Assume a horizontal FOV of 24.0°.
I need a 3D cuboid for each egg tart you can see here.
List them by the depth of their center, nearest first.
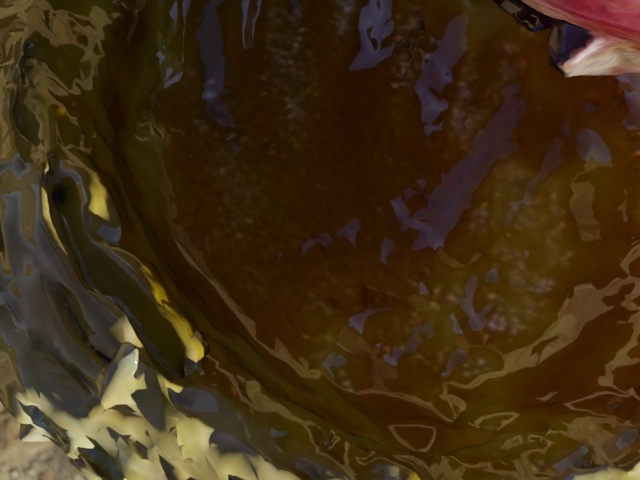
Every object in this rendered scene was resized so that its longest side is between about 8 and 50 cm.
[{"bbox_3d":[0.000,0.000,0.652,0.388,0.388,0.169,11,148,-28],"label":"egg tart"}]

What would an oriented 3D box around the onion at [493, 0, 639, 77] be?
[{"bbox_3d":[0.112,-0.215,0.502,0.353,0.353,0.354,-10,117,-20],"label":"onion"}]
